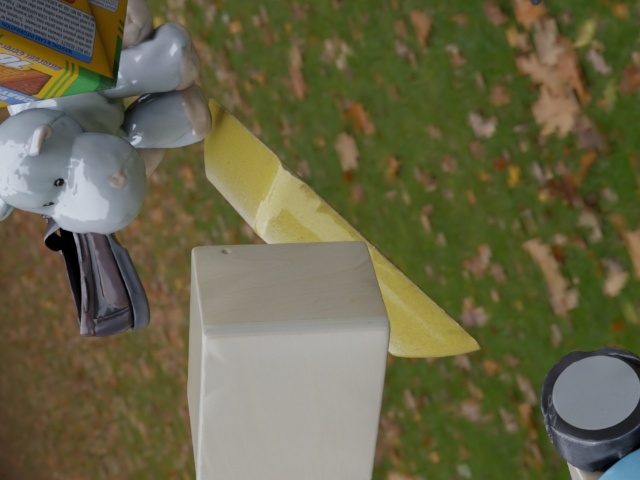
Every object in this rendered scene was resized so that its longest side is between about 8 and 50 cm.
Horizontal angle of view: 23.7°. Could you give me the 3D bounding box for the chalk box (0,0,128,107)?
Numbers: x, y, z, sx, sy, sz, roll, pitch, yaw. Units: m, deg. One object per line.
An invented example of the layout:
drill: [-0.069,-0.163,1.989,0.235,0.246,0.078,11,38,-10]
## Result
chalk box: [-0.315,-0.215,1.257,0.289,0.180,0.179,-5,74,42]

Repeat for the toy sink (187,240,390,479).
toy sink: [-0.035,0.127,1.306,0.131,0.152,0.234,-104,15,-53]

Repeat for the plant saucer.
plant saucer: [0.000,0.000,1.762,0.333,0.081,0.333,42,-179,-25]

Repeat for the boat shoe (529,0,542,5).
boat shoe: [0.178,-0.401,1.859,0.301,0.102,0.108,43,-165,15]

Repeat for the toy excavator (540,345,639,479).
toy excavator: [0.466,0.248,1.318,0.445,0.433,0.222,62,176,42]

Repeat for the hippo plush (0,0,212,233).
hippo plush: [-0.266,-0.140,1.669,0.234,0.294,0.236,-56,14,32]

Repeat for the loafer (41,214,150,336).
loafer: [-0.320,-0.001,2.002,0.302,0.095,0.109,59,156,30]
